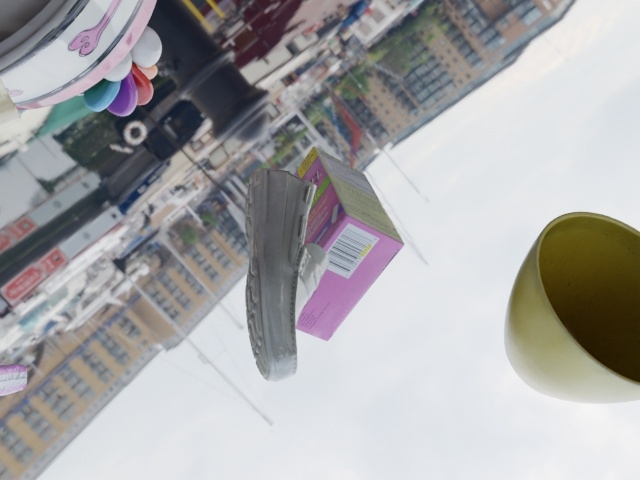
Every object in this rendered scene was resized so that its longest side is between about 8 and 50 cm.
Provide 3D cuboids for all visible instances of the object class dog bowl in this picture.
[{"bbox_3d":[-0.376,-0.342,0.873,0.408,0.408,0.150,-40,159,5],"label":"dog bowl"}]

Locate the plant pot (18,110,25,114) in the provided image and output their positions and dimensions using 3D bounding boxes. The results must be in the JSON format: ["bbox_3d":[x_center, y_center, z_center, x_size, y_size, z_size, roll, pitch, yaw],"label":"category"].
[{"bbox_3d":[-0.638,-0.381,1.201,0.341,0.334,0.341,-24,156,-11],"label":"plant pot"}]

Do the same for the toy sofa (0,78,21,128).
[{"bbox_3d":[-0.382,-0.205,0.547,0.150,0.362,0.177,-31,162,-18],"label":"toy sofa"}]

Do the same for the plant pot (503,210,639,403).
[{"bbox_3d":[0.185,0.061,0.506,0.134,0.134,0.095,-48,173,-39],"label":"plant pot"}]

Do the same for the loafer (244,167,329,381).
[{"bbox_3d":[-0.041,0.034,0.945,0.112,0.111,0.319,110,-20,-54],"label":"loafer"}]

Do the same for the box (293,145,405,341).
[{"bbox_3d":[0.000,0.000,1.190,0.213,0.117,0.243,-53,-152,20],"label":"box"}]

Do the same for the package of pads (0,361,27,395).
[{"bbox_3d":[-0.354,0.141,0.740,0.083,0.032,0.050,2,173,15],"label":"package of pads"}]

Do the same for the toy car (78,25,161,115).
[{"bbox_3d":[-0.362,-0.290,1.264,0.159,0.136,0.182,-9,-157,35],"label":"toy car"}]
